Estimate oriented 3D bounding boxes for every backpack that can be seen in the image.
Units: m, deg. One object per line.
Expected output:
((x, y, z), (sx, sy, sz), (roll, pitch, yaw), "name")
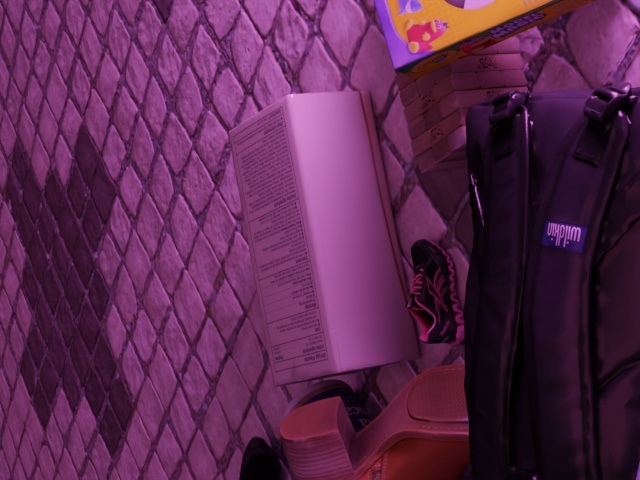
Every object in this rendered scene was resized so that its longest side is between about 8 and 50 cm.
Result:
((0.234, 0.081, 1.003), (0.290, 0.273, 0.355), (1, 75, 56), "backpack")

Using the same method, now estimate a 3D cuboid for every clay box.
((0.152, -0.244, 1.136), (0.222, 0.053, 0.127), (-22, 76, 26), "clay box")

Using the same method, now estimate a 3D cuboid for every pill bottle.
((0.033, 0.247, 1.478), (0.169, 0.094, 0.094), (54, 138, 39), "pill bottle")

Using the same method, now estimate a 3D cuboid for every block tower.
((0.117, -0.225, 1.253), (0.091, 0.097, 0.335), (-31, 70, 57), "block tower")

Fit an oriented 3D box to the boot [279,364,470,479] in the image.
((0.115, 0.251, 1.315), (0.109, 0.283, 0.220), (-80, -29, -59), "boot")

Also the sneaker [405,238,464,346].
((0.111, 0.055, 1.351), (0.047, 0.057, 0.119), (-43, 58, 55), "sneaker")

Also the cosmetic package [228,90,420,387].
((0.000, 0.000, 1.470), (0.160, 0.113, 0.309), (-20, 79, 58), "cosmetic package")

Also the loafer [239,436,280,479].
((-0.084, 0.343, 1.735), (0.061, 0.062, 0.170), (-115, 32, -68), "loafer")
